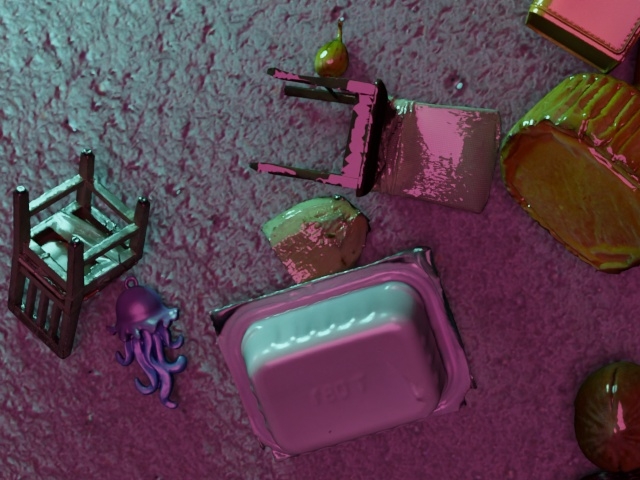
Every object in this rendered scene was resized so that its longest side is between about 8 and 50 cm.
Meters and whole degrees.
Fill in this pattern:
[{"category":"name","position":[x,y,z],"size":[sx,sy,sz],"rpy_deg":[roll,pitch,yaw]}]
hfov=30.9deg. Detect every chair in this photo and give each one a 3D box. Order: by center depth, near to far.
[{"category":"chair","position":[0.083,-0.133,1.589],"size":[0.319,0.186,0.160],"rpy_deg":[11,91,8]},{"category":"chair","position":[-0.352,0.021,1.678],"size":[0.136,0.147,0.270],"rpy_deg":[39,141,19]}]

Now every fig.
[{"category":"fig","position":[0.020,-0.271,1.651],"size":[0.050,0.050,0.083],"rpy_deg":[14,82,5]}]

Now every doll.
[{"category":"doll","position":[-0.252,0.151,1.706],"size":[0.110,0.067,0.206],"rpy_deg":[-16,88,-2]}]

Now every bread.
[{"category":"bread","position":[0.370,-0.091,1.540],"size":[0.142,0.227,0.253],"rpy_deg":[-39,83,-25]}]

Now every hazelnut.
[{"category":"hazelnut","position":[0.409,0.244,1.598],"size":[0.150,0.150,0.150],"rpy_deg":[1,95,7]}]

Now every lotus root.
[{"category":"lotus root","position":[-0.001,-0.001,1.662],"size":[0.144,0.070,0.143],"rpy_deg":[-43,89,8]}]

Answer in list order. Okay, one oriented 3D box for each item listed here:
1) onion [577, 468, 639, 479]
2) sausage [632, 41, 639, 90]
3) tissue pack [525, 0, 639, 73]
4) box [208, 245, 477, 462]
[{"category":"onion","position":[0.440,0.387,1.618],"size":[0.195,0.140,0.218],"rpy_deg":[35,94,10]},{"category":"sausage","position":[0.473,-0.209,1.578],"size":[0.098,0.098,0.238],"rpy_deg":[8,97,6]},{"category":"tissue pack","position":[0.401,-0.376,1.523],"size":[0.145,0.194,0.274],"rpy_deg":[31,97,3]},{"category":"box","position":[0.035,0.184,1.627],"size":[0.336,0.106,0.264],"rpy_deg":[-18,107,7]}]
